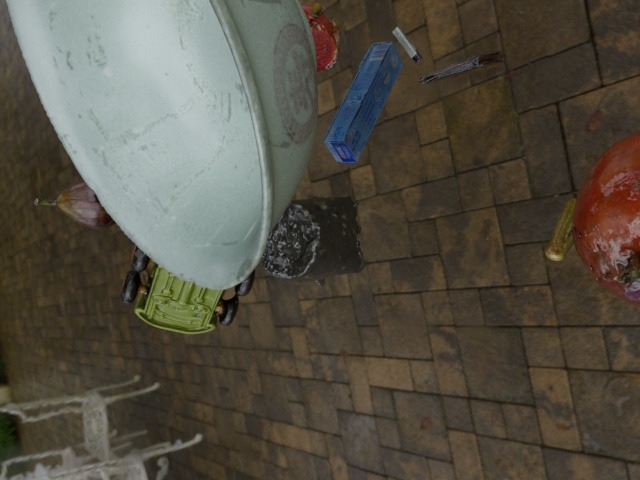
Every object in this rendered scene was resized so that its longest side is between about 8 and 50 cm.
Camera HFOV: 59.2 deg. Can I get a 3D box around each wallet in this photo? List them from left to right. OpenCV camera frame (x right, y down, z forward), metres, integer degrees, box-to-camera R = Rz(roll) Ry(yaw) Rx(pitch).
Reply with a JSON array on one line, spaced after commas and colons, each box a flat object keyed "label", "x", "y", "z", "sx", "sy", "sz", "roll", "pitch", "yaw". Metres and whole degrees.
[{"label": "wallet", "x": 0.390, "y": -0.478, "z": 1.552, "sx": 0.196, "sy": 0.161, "sz": 0.041, "roll": -4, "pitch": 104, "yaw": 44}]

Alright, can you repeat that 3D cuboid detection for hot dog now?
[{"label": "hot dog", "x": 0.419, "y": -0.016, "z": 0.956, "sx": 0.044, "sy": 0.137, "sz": 0.028, "roll": 20, "pitch": 146, "yaw": 22}]

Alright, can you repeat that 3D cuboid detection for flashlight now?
[{"label": "flashlight", "x": 0.182, "y": -0.409, "z": 1.179, "sx": 0.018, "sy": 0.018, "sz": 0.083, "roll": -35, "pitch": 95, "yaw": 39}]

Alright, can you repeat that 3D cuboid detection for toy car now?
[{"label": "toy car", "x": -0.224, "y": 0.043, "z": 0.976, "sx": 0.247, "sy": 0.201, "sz": 0.142, "roll": -57, "pitch": 23, "yaw": 37}]

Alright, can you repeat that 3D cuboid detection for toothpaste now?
[{"label": "toothpaste", "x": 0.088, "y": -0.277, "z": 1.112, "sx": 0.053, "sy": 0.066, "sz": 0.272, "roll": 6, "pitch": 60, "yaw": 35}]

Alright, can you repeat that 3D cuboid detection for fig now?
[{"label": "fig", "x": -0.388, "y": -0.062, "z": 0.908, "sx": 0.089, "sy": 0.125, "sz": 0.088, "roll": -176, "pitch": 90, "yaw": -86}]

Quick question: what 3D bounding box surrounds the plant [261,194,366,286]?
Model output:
[{"label": "plant", "x": 0.000, "y": 0.000, "z": 1.239, "sx": 0.189, "sy": 0.276, "sz": 0.198, "roll": -11, "pitch": 84, "yaw": 29}]

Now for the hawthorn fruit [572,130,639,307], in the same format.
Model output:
[{"label": "hawthorn fruit", "x": 0.465, "y": -0.015, "z": 0.758, "sx": 0.276, "sy": 0.308, "sz": 0.276, "roll": 39, "pitch": 144, "yaw": 35}]

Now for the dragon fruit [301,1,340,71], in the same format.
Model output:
[{"label": "dragon fruit", "x": -0.025, "y": -0.382, "z": 1.071, "sx": 0.150, "sy": 0.207, "sz": 0.133, "roll": 48, "pitch": 125, "yaw": -3}]

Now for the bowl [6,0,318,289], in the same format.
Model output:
[{"label": "bowl", "x": -0.132, "y": -0.181, "z": 0.597, "sx": 0.435, "sy": 0.196, "sz": 0.434, "roll": 30, "pitch": 137, "yaw": 33}]
